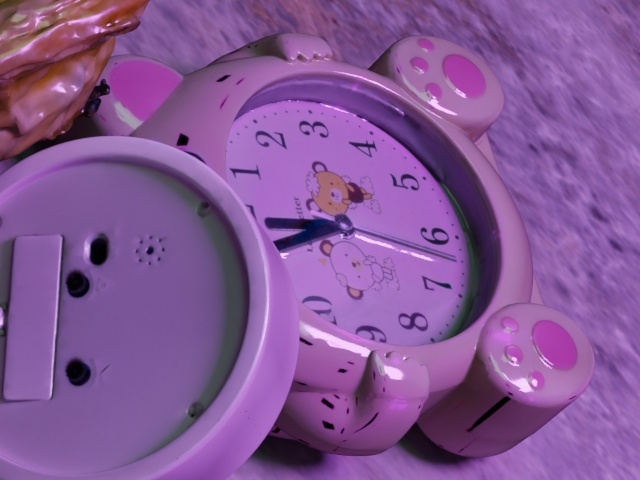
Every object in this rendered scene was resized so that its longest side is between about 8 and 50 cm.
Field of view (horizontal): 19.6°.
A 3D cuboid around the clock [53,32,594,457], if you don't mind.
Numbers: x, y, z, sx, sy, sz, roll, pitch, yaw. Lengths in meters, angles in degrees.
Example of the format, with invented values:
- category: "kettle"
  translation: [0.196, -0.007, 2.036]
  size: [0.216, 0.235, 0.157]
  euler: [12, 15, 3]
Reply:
- category: "clock"
  translation: [0.000, 0.000, 1.155]
  size: [0.309, 0.114, 0.284]
  euler: [2, 60, -33]

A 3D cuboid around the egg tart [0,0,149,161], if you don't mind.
- category: "egg tart"
  translation: [-0.223, -0.119, 1.028]
  size: [0.315, 0.120, 0.315]
  euler: [-4, 31, 3]

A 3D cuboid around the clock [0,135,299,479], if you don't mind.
- category: "clock"
  translation: [-0.113, 0.047, 0.989]
  size: [0.068, 0.197, 0.197]
  euler: [54, 14, -66]
